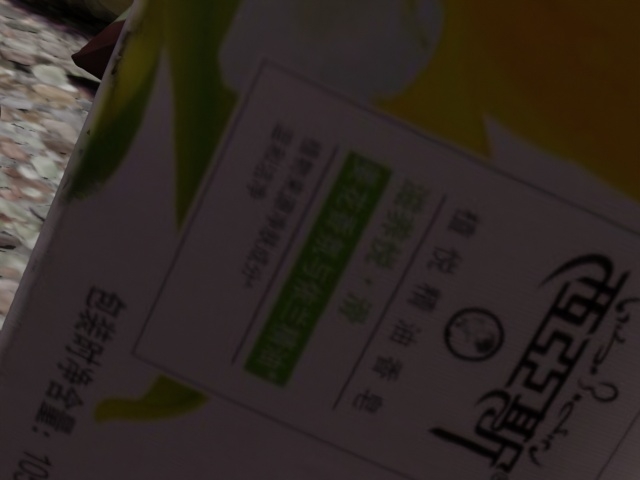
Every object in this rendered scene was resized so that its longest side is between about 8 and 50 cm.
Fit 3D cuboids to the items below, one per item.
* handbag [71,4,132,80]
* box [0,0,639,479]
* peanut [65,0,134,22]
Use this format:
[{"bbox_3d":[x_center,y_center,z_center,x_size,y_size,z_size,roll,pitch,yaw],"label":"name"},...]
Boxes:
[{"bbox_3d":[0.014,-0.119,0.822,0.235,0.213,0.127,-3,77,-46],"label":"handbag"},{"bbox_3d":[0.023,-0.004,0.453,0.195,0.260,0.111,23,21,-4],"label":"box"},{"bbox_3d":[-0.093,-0.180,0.944,0.099,0.090,0.214,26,19,34],"label":"peanut"}]
